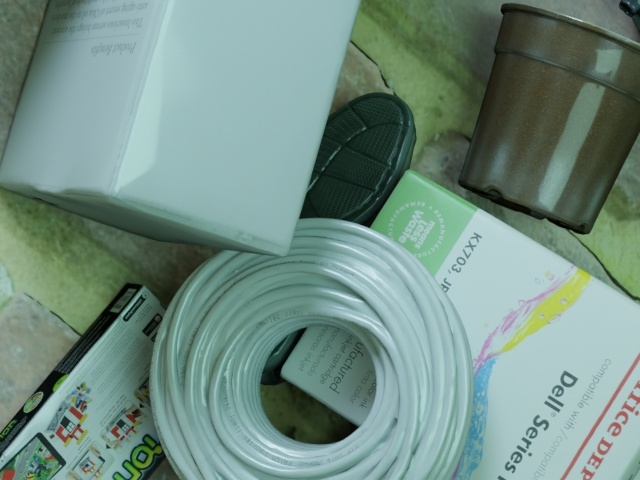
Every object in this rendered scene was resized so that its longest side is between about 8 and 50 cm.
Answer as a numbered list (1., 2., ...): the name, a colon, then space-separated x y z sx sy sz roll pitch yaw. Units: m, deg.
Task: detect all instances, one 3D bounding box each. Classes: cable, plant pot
1. cable: -0.004 0.114 1.456 0.257 0.089 0.257 -44 75 6
2. plant pot: 0.207 -0.102 1.647 0.167 0.167 0.165 21 91 -28

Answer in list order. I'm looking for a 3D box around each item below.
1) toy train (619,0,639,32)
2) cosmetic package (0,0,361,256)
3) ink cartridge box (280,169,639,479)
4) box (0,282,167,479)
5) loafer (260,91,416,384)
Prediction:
1. toy train: 0.410 -0.173 1.766 0.190 0.142 0.334 -36 109 -12
2. cosmetic package: -0.078 -0.229 1.434 0.162 0.230 0.453 19 84 -29
3. ink cartridge box: 0.174 0.121 1.519 0.353 0.119 0.207 31 89 15
4. box: -0.176 0.148 1.509 0.114 0.036 0.207 47 71 -23
5. loafer: 0.000 0.000 1.584 0.267 0.096 0.084 -59 153 -11
